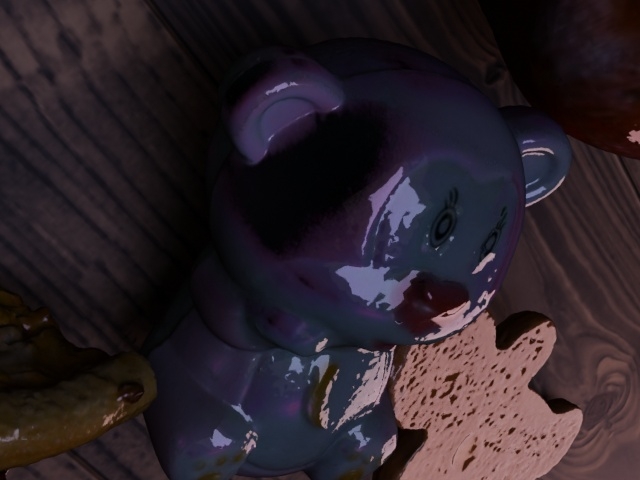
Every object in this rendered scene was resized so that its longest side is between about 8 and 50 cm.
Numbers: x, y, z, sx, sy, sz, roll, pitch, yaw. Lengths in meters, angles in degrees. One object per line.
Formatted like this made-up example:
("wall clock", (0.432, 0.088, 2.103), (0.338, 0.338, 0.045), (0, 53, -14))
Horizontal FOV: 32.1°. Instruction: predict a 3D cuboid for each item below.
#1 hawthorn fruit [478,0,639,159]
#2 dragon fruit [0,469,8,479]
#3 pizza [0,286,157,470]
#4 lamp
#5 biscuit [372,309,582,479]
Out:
("hawthorn fruit", (0.224, -0.187, 0.743), (0.284, 0.284, 0.284), (-12, 116, -26))
("dragon fruit", (-0.273, 0.186, 0.662), (0.161, 0.274, 0.126), (0, 70, -22))
("pizza", (-0.194, 0.075, 0.669), (0.182, 0.161, 0.063), (-2, 119, -25))
("lamp", (0.000, 0.000, 0.733), (0.247, 0.247, 0.301), (9, 128, -29))
("biscuit", (0.125, 0.145, 0.941), (0.205, 0.049, 0.324), (-49, 140, -6))
